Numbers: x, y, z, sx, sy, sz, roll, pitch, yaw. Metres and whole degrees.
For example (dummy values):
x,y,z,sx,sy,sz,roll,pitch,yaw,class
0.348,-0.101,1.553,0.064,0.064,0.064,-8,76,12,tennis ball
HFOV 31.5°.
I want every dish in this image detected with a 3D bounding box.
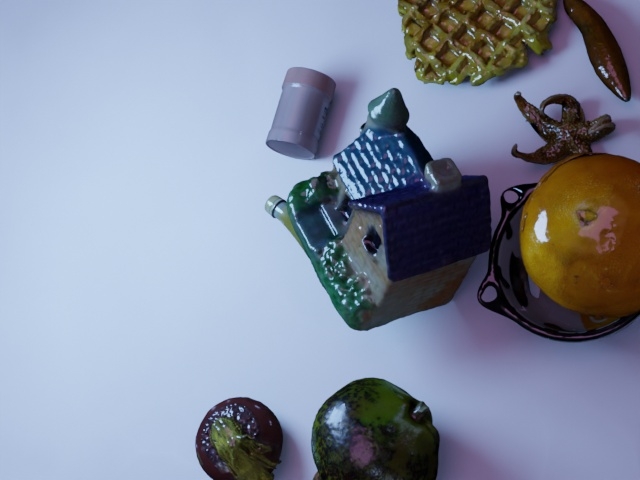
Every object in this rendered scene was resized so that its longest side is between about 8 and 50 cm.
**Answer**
x,y,z,sx,sy,sz,roll,pitch,yaw,class
0.409,0.041,1.798,0.303,0.120,0.303,-9,68,22,dish

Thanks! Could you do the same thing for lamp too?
x,y,z,sx,sy,sz,roll,pitch,yaw,class
-0.144,0.342,1.938,0.157,0.135,0.156,-5,69,26,lamp

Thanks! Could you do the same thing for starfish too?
x,y,z,sx,sy,sz,roll,pitch,yaw,class
0.393,-0.181,1.914,0.190,0.074,0.146,35,87,31,starfish

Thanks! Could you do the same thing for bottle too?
x,y,z,sx,sy,sz,roll,pitch,yaw,class
0.000,0.000,2.027,0.269,0.083,0.083,35,88,30,bottle

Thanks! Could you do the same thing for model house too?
x,y,z,sx,sy,sz,roll,pitch,yaw,class
0.117,-0.064,1.843,0.245,0.280,0.312,-14,61,-24,model house

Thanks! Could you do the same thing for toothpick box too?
x,y,z,sx,sy,sz,roll,pitch,yaw,class
-0.037,-0.237,2.123,0.098,0.098,0.149,10,76,28,toothpick box

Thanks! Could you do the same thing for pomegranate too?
x,y,z,sx,sy,sz,roll,pitch,yaw,class
0.081,0.358,1.811,0.204,0.277,0.222,7,30,1,pomegranate

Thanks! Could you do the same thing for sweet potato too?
x,y,z,sx,sy,sz,roll,pitch,yaw,class
0.477,-0.341,1.948,0.057,0.057,0.265,-25,60,15,sweet potato

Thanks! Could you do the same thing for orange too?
x,y,z,sx,sy,sz,roll,pitch,yaw,class
0.403,-0.005,1.626,0.240,0.240,0.240,-9,68,22,orange

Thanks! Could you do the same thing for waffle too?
x,y,z,sx,sy,sz,roll,pitch,yaw,class
0.283,-0.428,2.064,0.302,0.068,0.325,-8,67,22,waffle
